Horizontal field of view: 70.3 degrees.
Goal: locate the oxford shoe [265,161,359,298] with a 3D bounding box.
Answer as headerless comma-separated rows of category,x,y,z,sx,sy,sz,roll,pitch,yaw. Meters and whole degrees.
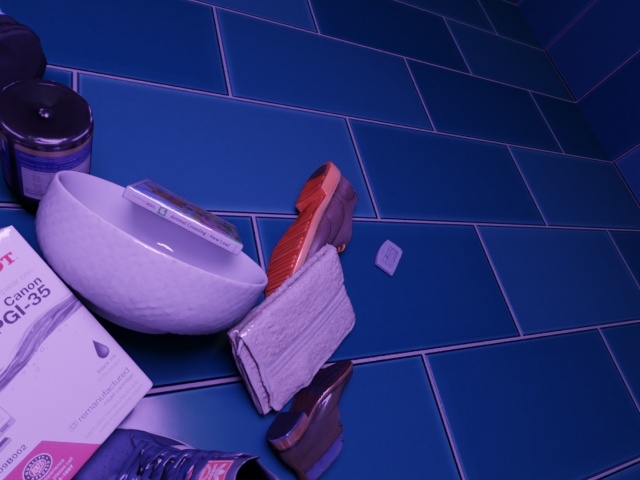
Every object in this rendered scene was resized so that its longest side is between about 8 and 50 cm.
oxford shoe,0.000,0.000,0.936,0.132,0.130,0.364,38,55,-23

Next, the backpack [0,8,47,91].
backpack,-0.679,-0.316,0.685,0.355,0.273,0.290,21,59,-2

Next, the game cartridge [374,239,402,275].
game cartridge,0.159,0.039,1.069,0.056,0.017,0.083,39,50,-8

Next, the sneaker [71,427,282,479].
sneaker,-0.160,0.316,0.591,0.349,0.148,0.131,21,39,-1

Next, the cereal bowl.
cereal bowl,-0.255,0.038,0.680,0.338,0.339,0.141,29,94,-11

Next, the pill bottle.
pill bottle,-0.425,-0.129,0.707,0.122,0.219,0.123,14,56,-22

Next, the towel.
towel,-0.034,0.151,0.800,0.282,0.049,0.187,-42,129,-40

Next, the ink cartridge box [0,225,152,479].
ink cartridge box,-0.382,0.154,0.546,0.207,0.117,0.283,-52,123,-39

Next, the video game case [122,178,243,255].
video game case,-0.230,-0.047,0.789,0.193,0.212,0.023,29,93,-17

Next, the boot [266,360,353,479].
boot,0.003,0.309,0.792,0.219,0.082,0.106,-35,104,-44
